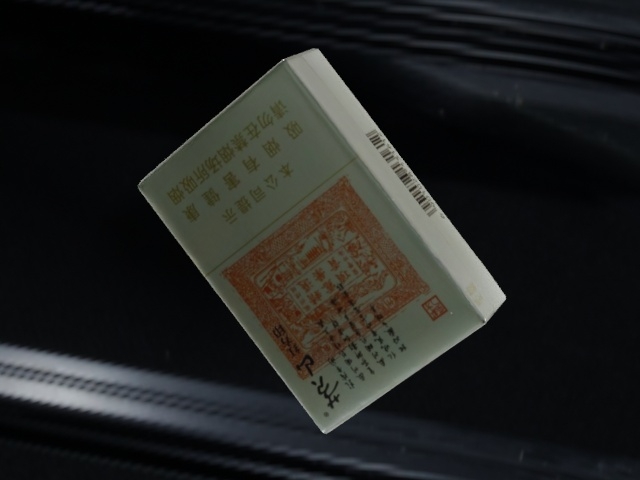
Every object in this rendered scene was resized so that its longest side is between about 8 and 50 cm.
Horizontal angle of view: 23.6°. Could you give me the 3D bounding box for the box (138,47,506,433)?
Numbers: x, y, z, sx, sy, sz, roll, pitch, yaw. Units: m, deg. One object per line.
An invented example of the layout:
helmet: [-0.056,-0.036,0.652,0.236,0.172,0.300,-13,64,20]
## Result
box: [0.000,0.000,0.952,0.201,0.141,0.058,54,-155,0]
